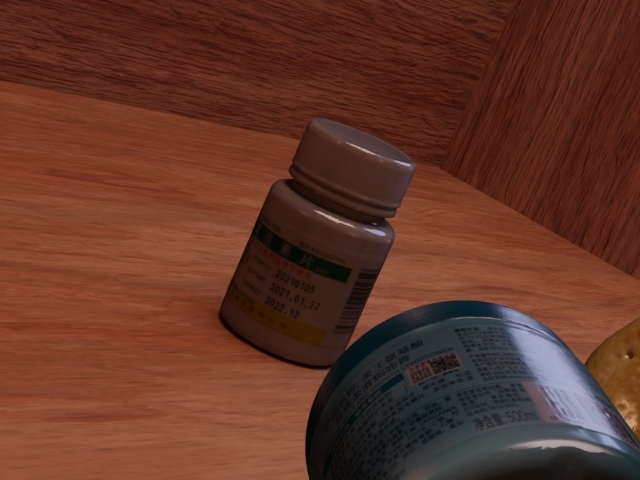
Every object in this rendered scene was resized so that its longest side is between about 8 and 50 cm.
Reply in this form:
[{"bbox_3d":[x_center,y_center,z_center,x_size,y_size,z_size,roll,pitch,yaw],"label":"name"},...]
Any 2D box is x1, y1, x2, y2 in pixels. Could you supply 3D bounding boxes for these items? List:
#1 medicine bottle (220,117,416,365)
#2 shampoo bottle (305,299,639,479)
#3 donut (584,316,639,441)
[{"bbox_3d":[0.000,0.000,2.141,0.208,0.339,0.208,22,13,-5],"label":"medicine bottle"},{"bbox_3d":[0.166,0.269,1.383,0.331,0.331,0.342,20,14,-14],"label":"shampoo bottle"},{"bbox_3d":[0.502,0.267,1.816,0.198,0.449,0.449,47,-3,-36],"label":"donut"}]
